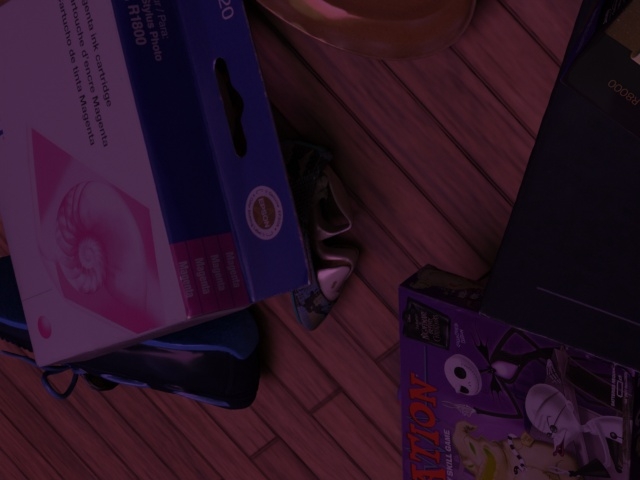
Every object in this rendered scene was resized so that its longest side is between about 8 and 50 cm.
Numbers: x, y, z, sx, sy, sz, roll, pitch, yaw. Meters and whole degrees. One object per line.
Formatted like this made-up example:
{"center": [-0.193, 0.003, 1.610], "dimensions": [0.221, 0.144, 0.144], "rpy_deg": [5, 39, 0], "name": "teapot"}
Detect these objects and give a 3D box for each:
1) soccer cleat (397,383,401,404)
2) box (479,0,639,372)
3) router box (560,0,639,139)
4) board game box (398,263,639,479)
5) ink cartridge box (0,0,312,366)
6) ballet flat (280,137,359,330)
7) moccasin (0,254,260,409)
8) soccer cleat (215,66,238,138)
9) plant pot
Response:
{"center": [0.157, 0.096, 1.233], "dimensions": [0.248, 0.083, 0.095], "rpy_deg": [-15, 79, 50], "name": "soccer cleat"}
{"center": [0.292, -0.104, 0.824], "dimensions": [0.293, 0.212, 0.395], "rpy_deg": [21, 132, 8], "name": "box"}
{"center": [0.299, -0.076, 0.642], "dimensions": [0.309, 0.081, 0.243], "rpy_deg": [34, 133, -4], "name": "router box"}
{"center": [0.159, 0.203, 1.191], "dimensions": [0.208, 0.056, 0.347], "rpy_deg": [21, 127, 37], "name": "board game box"}
{"center": [-0.173, -0.077, 1.282], "dimensions": [0.330, 0.071, 0.324], "rpy_deg": [-20, 82, 47], "name": "ink cartridge box"}
{"center": [0.000, 0.000, 1.290], "dimensions": [0.070, 0.070, 0.188], "rpy_deg": [12, 130, 32], "name": "ballet flat"}
{"center": [-0.216, 0.104, 1.486], "dimensions": [0.342, 0.138, 0.117], "rpy_deg": [15, 133, 32], "name": "moccasin"}
{"center": [-0.117, -0.072, 1.318], "dimensions": [0.068, 0.076, 0.196], "rpy_deg": [25, 132, 23], "name": "soccer cleat"}
{"center": [0.012, -0.225, 1.090], "dimensions": [0.236, 0.032, 0.236], "rpy_deg": [24, 152, 14], "name": "plant pot"}
